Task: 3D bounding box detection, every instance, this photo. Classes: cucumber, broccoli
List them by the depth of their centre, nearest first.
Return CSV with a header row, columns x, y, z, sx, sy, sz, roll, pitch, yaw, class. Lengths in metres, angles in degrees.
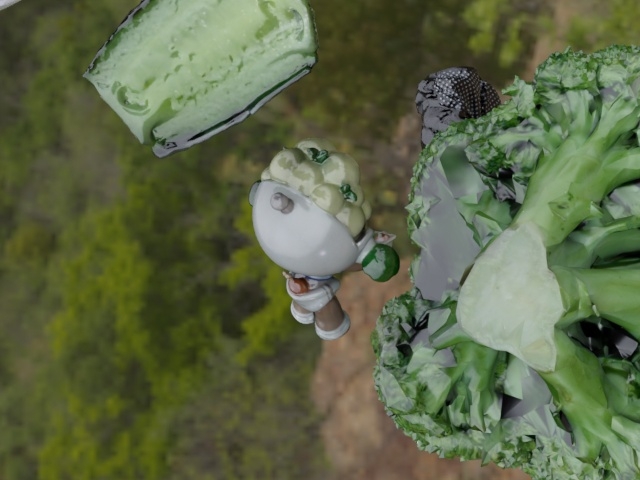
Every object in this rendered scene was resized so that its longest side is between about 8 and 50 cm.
x,y,z,sx,sy,sz,roll,pitch,yaw,class
-0.069,-0.149,1.235,0.193,0.115,0.086,-39,20,10,cucumber
0.221,0.043,1.523,0.413,0.321,0.310,-49,17,23,broccoli

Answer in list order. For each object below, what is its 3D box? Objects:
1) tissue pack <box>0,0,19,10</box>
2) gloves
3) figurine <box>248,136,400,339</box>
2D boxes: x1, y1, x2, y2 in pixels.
x,y,z,sx,sy,sz,roll,pitch,yaw,class
-0.191,-0.288,0.786,0.160,0.338,0.242,-26,31,1,tissue pack
0.161,-0.084,1.901,0.129,0.106,0.180,99,166,-67,gloves
0.001,-0.001,1.417,0.147,0.197,0.093,31,69,25,figurine
